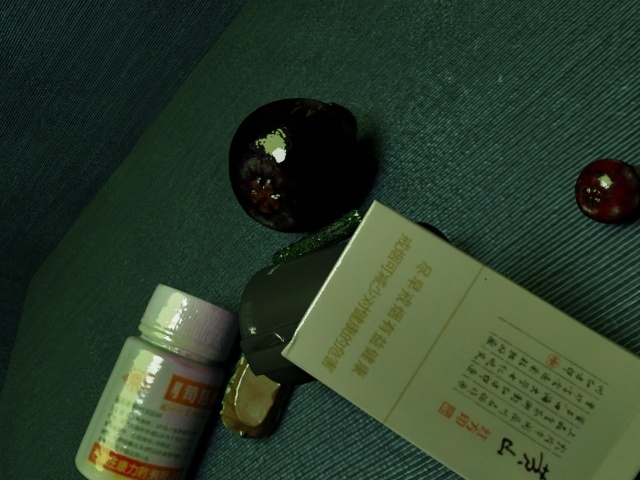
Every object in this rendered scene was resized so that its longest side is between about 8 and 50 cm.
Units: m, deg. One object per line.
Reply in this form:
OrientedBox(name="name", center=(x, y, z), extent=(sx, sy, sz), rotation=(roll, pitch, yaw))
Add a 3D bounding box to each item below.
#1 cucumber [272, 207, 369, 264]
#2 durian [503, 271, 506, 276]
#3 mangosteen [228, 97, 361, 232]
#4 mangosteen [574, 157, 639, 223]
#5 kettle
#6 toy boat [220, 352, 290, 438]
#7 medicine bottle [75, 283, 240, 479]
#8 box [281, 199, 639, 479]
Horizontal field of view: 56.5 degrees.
OrientedBox(name="cucumber", center=(-0.001, -0.001, 1.166), extent=(0.256, 0.043, 0.044), rotation=(-30, 50, 37))
OrientedBox(name="durian", center=(0.211, 0.164, 0.730), extent=(0.137, 0.095, 0.221), rotation=(38, 97, 20))
OrientedBox(name="mangosteen", center=(-0.035, -0.161, 1.173), extent=(0.275, 0.275, 0.302), rotation=(-24, 16, 43))
OrientedBox(name="mangosteen", center=(0.351, -0.060, 0.721), extent=(0.081, 0.081, 0.081), rotation=(-32, 44, 37))
OrientedBox(name="kettle", center=(0.028, 0.092, 0.875), extent=(0.308, 0.262, 0.203), rotation=(-22, 64, 41))
OrientedBox(name="toy boat", center=(-0.092, 0.217, 1.088), extent=(0.099, 0.108, 0.293), rotation=(117, 174, -69))
OrientedBox(name="medicine bottle", center=(-0.318, 0.300, 1.216), extent=(0.219, 0.219, 0.388), rotation=(4, 70, 54))
OrientedBox(name="box", center=(0.162, 0.136, 0.631), extent=(0.204, 0.365, 0.051), rotation=(-58, -11, 4))
